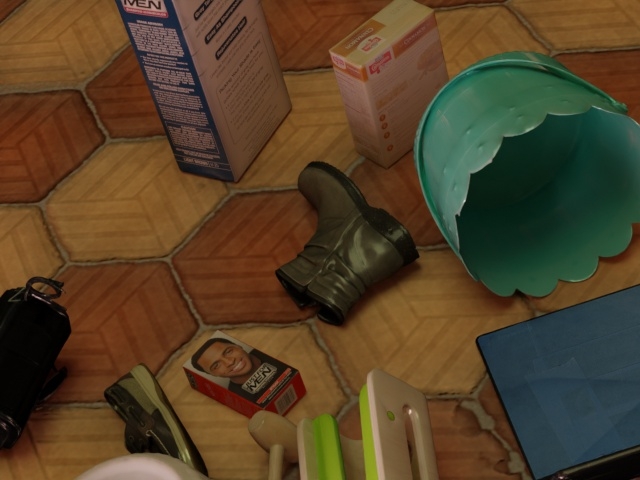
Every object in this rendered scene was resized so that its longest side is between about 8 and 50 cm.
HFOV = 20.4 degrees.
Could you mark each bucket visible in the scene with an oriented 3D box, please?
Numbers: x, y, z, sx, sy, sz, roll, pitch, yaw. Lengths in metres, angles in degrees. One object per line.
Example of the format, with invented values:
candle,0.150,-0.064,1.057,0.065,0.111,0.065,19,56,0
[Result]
bucket,0.256,-0.090,2.203,0.281,0.281,0.183,-24,39,-7

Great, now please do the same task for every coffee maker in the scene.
coffee maker,-0.395,0.155,2.215,0.120,0.171,0.178,14,51,8

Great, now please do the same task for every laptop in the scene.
laptop,0.391,0.122,1.962,0.382,0.408,0.236,-18,76,-1

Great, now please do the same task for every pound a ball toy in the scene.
pound a ball toy,0.041,0.299,1.978,0.208,0.136,0.319,-37,39,28

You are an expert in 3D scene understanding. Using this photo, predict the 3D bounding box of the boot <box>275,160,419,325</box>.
boot,0.000,0.000,2.322,0.161,0.083,0.246,-37,45,-13

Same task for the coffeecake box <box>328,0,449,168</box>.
coffeecake box,0.101,-0.216,2.431,0.142,0.185,0.068,-39,47,-22

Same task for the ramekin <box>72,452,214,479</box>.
ramekin,-0.200,0.355,1.933,0.273,0.127,0.273,-17,47,19

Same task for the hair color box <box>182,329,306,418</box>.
hair color box,-0.094,0.171,2.196,0.141,0.043,0.072,22,56,36

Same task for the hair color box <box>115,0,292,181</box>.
hair color box,-0.159,-0.268,2.448,0.105,0.347,0.174,12,49,28

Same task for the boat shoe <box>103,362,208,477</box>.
boat shoe,-0.201,0.234,2.144,0.073,0.080,0.223,-30,39,-6
